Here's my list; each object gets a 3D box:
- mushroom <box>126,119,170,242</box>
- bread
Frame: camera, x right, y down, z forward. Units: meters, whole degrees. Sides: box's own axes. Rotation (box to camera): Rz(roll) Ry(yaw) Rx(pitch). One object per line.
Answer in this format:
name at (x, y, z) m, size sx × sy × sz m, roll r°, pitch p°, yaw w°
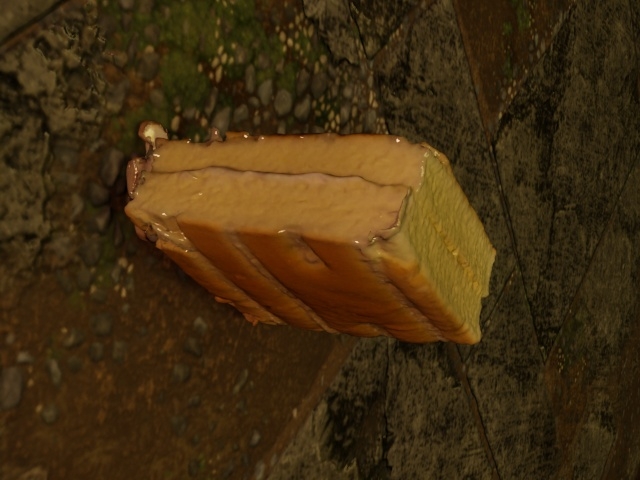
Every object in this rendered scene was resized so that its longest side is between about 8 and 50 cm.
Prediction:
mushroom at (-0.139, -0.049, 0.704) m, size 0.049 × 0.019 × 0.101 m, roll -1°, pitch 95°, yaw -53°
bread at (0.000, 0.000, 0.703) m, size 0.246 × 0.239 × 0.110 m, roll 48°, pitch 49°, yaw -58°
